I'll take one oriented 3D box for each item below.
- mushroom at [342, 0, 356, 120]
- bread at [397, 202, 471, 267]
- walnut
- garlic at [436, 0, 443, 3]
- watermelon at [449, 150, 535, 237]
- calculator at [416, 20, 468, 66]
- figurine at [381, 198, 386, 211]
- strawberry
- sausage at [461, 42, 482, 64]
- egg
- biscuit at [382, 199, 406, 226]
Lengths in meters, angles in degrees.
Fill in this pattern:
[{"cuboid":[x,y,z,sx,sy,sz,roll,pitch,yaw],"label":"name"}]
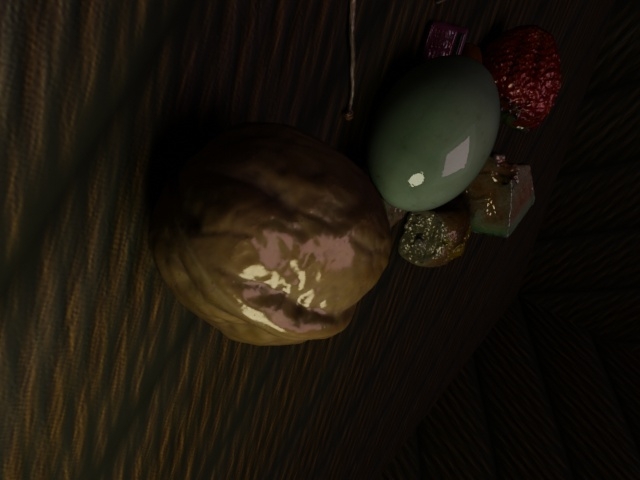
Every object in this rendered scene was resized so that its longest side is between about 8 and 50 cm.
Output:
[{"cuboid":[0.063,-0.373,1.131,0.026,0.028,0.286,-4,128,-8],"label":"mushroom"},{"cuboid":[0.370,-0.015,1.775,0.246,0.176,0.195,-17,127,-52],"label":"bread"},{"cuboid":[-0.081,-0.002,0.888,0.381,0.381,0.381,-39,144,-36],"label":"walnut"},{"cuboid":[0.323,-0.620,1.259,0.131,0.127,0.194,-16,157,-30],"label":"garlic"},{"cuboid":[0.570,-0.181,1.873,0.151,0.264,0.302,-33,137,-43],"label":"watermelon"},{"cuboid":[0.307,-0.483,1.416,0.191,0.034,0.126,-14,127,-47],"label":"calculator"},{"cuboid":[0.079,-0.052,1.300,0.263,0.162,0.143,19,88,-71],"label":"figurine"},{"cuboid":[0.591,-0.483,1.657,0.250,0.239,0.288,1,117,-61],"label":"strawberry"},{"cuboid":[0.399,-0.439,1.504,0.076,0.076,0.197,28,61,-61],"label":"sausage"},{"cuboid":[0.256,-0.246,1.283,0.388,0.276,0.276,-58,151,-11],"label":"egg"},{"cuboid":[0.166,-0.077,1.532,0.290,0.038,0.141,4,112,-58],"label":"biscuit"}]
